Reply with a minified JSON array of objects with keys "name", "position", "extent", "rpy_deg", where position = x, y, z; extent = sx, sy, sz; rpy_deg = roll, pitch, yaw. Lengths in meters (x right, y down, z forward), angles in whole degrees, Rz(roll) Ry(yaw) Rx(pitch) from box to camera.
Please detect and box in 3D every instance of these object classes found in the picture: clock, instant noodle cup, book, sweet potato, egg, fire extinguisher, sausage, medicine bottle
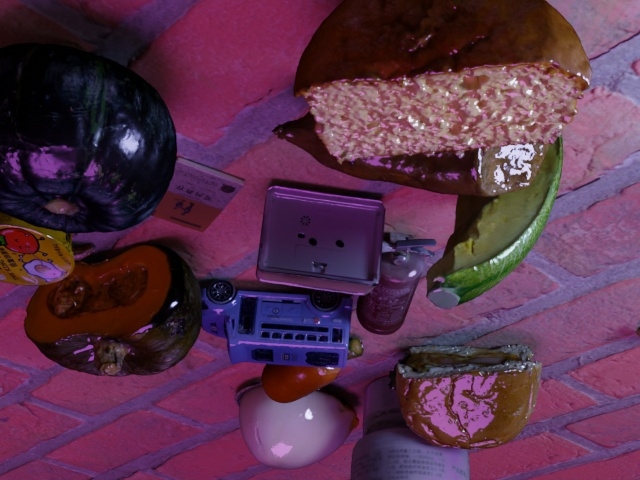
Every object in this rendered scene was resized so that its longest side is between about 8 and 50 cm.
[{"name":"clock","position":[0.000,0.000,1.642],"extent":[0.192,0.147,0.071],"rpy_deg":[7,162,-6]},{"name":"instant noodle cup","position":[-0.473,-0.033,1.650],"extent":[0.182,0.144,0.182],"rpy_deg":[2,147,1]},{"name":"book","position":[-0.210,-0.072,1.680],"extent":[0.118,0.012,0.172],"rpy_deg":[19,145,-21]},{"name":"sweet potato","position":[0.124,-0.146,1.399],"extent":[0.369,0.158,0.158],"rpy_deg":[8,150,15]},{"name":"egg","position":[-0.058,0.439,2.338],"extent":[0.264,0.174,0.286],"rpy_deg":[-17,146,37]},{"name":"fire extinguisher","position":[0.129,0.065,1.780],"extent":[0.104,0.105,0.269],"rpy_deg":[6,148,-3]},{"name":"sausage","position":[-0.040,0.262,2.090],"extent":[0.105,0.105,0.274],"rpy_deg":[17,154,-19]},{"name":"medicine bottle","position":[0.192,0.475,2.220],"extent":[0.256,0.325,0.256],"rpy_deg":[2,148,1]}]

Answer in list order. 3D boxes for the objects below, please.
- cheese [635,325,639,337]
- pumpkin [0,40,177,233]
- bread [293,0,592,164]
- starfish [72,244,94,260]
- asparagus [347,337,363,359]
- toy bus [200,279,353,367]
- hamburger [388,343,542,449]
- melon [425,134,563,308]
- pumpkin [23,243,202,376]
[{"name":"cheese","position":[0.645,0.179,1.954],"extent":[0.084,0.041,0.060],"rpy_deg":[-11,160,8]},{"name":"pumpkin","position":[-0.341,-0.146,1.376],"extent":[0.315,0.239,0.315],"rpy_deg":[8,166,2]},{"name":"bread","position":[0.145,-0.220,1.244],"extent":[0.340,0.179,0.194],"rpy_deg":[-5,149,9]},{"name":"starfish","position":[-0.522,0.014,1.822],"extent":[0.227,0.043,0.240],"rpy_deg":[15,152,-24]},{"name":"asparagus","position":[0.015,0.240,2.126],"extent":[0.041,0.045,0.178],"rpy_deg":[29,142,-34]},{"name":"toy bus","position":[-0.089,0.163,1.929],"extent":[0.292,0.133,0.125],"rpy_deg":[4,149,1]},{"name":"hamburger","position":[0.291,0.320,2.074],"extent":[0.308,0.132,0.211],"rpy_deg":[-3,115,7]},{"name":"melon","position":[0.239,-0.010,1.459],"extent":[0.124,0.323,0.196],"rpy_deg":[32,141,-5]},{"name":"pumpkin","position":[-0.342,0.162,1.858],"extent":[0.325,0.242,0.232],"rpy_deg":[-11,140,25]}]
